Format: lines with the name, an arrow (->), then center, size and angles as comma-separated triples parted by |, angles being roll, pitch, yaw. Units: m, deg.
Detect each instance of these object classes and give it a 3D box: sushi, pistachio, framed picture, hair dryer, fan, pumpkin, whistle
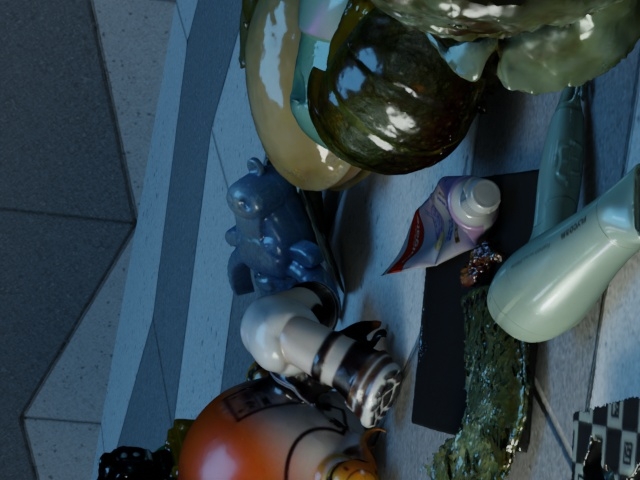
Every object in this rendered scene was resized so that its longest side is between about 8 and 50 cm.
sushi -> 0.223, 0.181, 1.350 | 0.201, 0.031, 0.139 | 139, 135, -75
pistachio -> 0.005, -0.201, 2.145 | 0.181, 0.162, 0.293 | 4, 89, 33
framed picture -> 0.144, 0.061, 1.768 | 0.324, 0.013, 0.244 | 178, 97, -76
hair dryer -> 0.207, -0.057, 1.496 | 0.206, 0.075, 0.237 | 129, 153, -54
fan -> 0.001, 0.000, 2.167 | 0.310, 0.010, 0.182 | -100, -12, -72
pumpkin -> 0.089, -0.169, 1.781 | 0.238, 0.159, 0.238 | -59, 6, 9
whistle -> -0.050, 0.021, 2.301 | 0.180, 0.093, 0.269 | 14, 125, 46

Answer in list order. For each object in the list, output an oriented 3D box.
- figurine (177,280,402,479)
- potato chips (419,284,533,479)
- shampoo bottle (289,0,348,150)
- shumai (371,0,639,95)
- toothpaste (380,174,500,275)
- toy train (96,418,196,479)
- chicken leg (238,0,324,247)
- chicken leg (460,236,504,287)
figurine -> -0.045, 0.221, 2.084 | 0.320, 0.196, 0.323 | 44, 119, 63
potato chips -> 0.137, 0.147, 1.674 | 0.202, 0.029, 0.220 | -130, 49, -67
shampoo bottle -> 0.057, -0.258, 1.972 | 0.222, 0.151, 0.350 | -141, 57, -66
shumai -> 0.126, -0.295, 1.344 | 0.348, 0.395, 0.395 | 108, 165, -78
toothpaste -> 0.114, -0.018, 1.815 | 0.301, 0.048, 0.075 | 142, 129, -75
toy train -> -0.235, 0.434, 2.654 | 0.178, 0.249, 0.429 | -116, 34, -66
chicken leg -> -0.026, -0.167, 2.345 | 0.201, 0.152, 0.429 | -86, -1, -73
chicken leg -> 0.145, 0.017, 1.715 | 0.083, 0.021, 0.036 | 129, 156, -58
